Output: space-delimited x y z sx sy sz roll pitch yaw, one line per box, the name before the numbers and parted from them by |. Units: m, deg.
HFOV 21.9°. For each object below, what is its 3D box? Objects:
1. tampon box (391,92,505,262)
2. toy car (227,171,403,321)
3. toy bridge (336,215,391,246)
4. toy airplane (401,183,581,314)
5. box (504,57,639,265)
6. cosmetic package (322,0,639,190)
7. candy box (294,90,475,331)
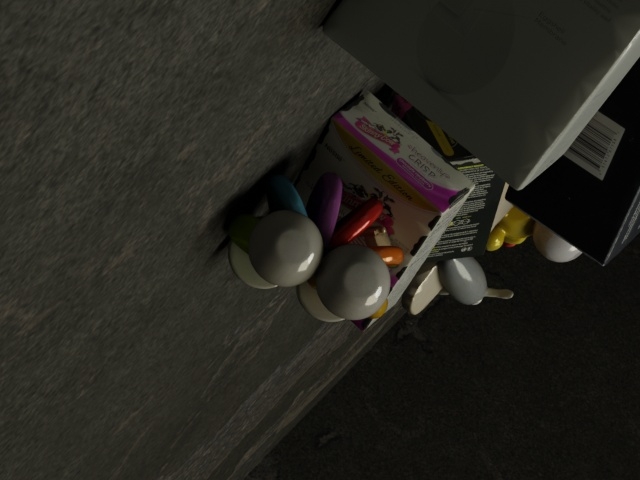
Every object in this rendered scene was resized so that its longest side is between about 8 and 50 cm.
tampon box | 0.134 -0.073 1.861 0.101 0.120 0.161 -8 136 -20
toy car | 0.000 0.000 1.675 0.136 0.182 0.159 -65 -169 -9
toy bridge | -0.006 0.000 1.785 0.188 0.063 0.026 -10 -165 37
toy airplane | 0.301 -0.079 2.516 0.386 0.272 0.384 -55 170 34
box | 0.444 -0.197 2.244 0.312 0.179 0.343 -36 154 -40
cosmetic package | 0.166 -0.209 1.396 0.225 0.224 0.138 -55 170 31
candy box | 0.049 -0.028 1.805 0.071 0.159 0.233 -40 166 -41
